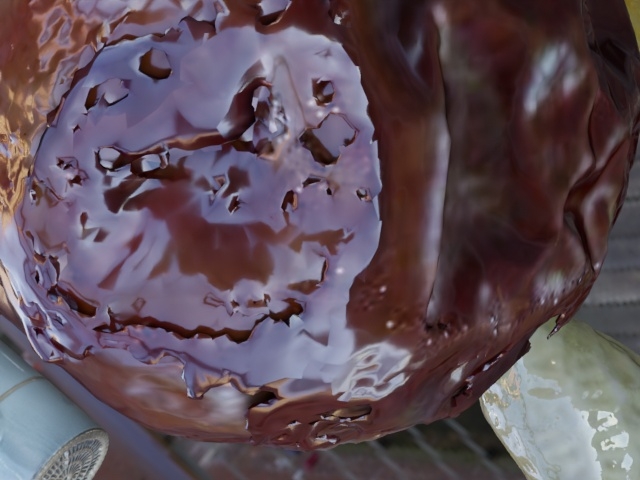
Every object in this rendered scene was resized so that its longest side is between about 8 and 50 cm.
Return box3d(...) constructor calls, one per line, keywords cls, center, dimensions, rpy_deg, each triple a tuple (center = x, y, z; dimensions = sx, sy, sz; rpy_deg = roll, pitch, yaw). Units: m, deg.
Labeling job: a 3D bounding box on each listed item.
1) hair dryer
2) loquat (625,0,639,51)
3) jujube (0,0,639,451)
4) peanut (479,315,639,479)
box3d(cls="hair dryer", center=(-0.319, 0.138, 1.260), dimensions=(0.173, 0.107, 0.357), rpy_deg=(36, -174, 20))
box3d(cls="loquat", center=(0.237, -0.187, 1.476), dimensions=(0.163, 0.163, 0.137), rpy_deg=(12, 120, 48))
box3d(cls="jujube", center=(-0.003, -0.038, 0.455), dimensions=(0.183, 0.183, 0.243), rpy_deg=(38, -161, 7))
box3d(cls="peanut", center=(0.199, 0.164, 1.083), dimensions=(0.111, 0.125, 0.274), rpy_deg=(163, 82, -85))
